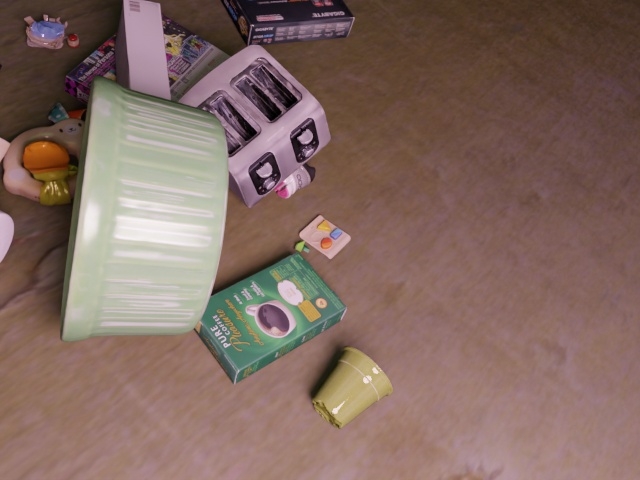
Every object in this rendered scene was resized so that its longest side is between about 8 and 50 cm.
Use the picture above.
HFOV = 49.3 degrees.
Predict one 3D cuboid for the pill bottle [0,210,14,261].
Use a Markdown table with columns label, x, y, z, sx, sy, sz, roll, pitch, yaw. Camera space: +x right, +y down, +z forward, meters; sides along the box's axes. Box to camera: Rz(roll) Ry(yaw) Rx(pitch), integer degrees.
| label | x | y | z | sx | sy | sz | roll | pitch | yaw |
| --- | --- | --- | --- | --- | --- | --- | --- | --- | --- |
| pill bottle | -0.499 | -0.038 | 0.849 | 0.221 | 0.121 | 0.121 | 27 | 51 | 4 |

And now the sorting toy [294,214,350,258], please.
| label | x | y | z | sx | sy | sz | roll | pitch | yaw |
| --- | --- | --- | --- | --- | --- | --- | --- | --- | --- |
| sorting toy | 0.000 | 0.000 | 1.041 | 0.062 | 0.012 | 0.083 | 37 | 52 | 12 |

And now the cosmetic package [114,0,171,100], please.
| label | x | y | z | sx | sy | sz | roll | pitch | yaw |
| --- | --- | --- | --- | --- | --- | --- | --- | --- | --- |
| cosmetic package | -0.260 | -0.232 | 1.019 | 0.060 | 0.099 | 0.239 | 3 | 58 | -26 |

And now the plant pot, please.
| label | x | y | z | sx | sy | sz | roll | pitch | yaw |
| --- | --- | --- | --- | --- | --- | --- | --- | --- | --- |
| plant pot | 0.033 | 0.190 | 0.871 | 0.083 | 0.083 | 0.079 | 41 | 66 | 15 |

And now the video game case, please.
| label | x | y | z | sx | sy | sz | roll | pitch | yaw |
| --- | --- | --- | --- | --- | --- | --- | --- | --- | --- |
| video game case | -0.254 | -0.260 | 1.130 | 0.210 | 0.042 | 0.232 | 31 | 51 | -3 |

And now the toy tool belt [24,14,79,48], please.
| label | x | y | z | sx | sy | sz | roll | pitch | yaw |
| --- | --- | --- | --- | --- | --- | --- | --- | --- | --- |
| toy tool belt | -0.440 | -0.343 | 1.147 | 0.083 | 0.051 | 0.052 | -1 | 54 | -18 |

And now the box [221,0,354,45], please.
| label | x | y | z | sx | sy | sz | roll | pitch | yaw |
| --- | --- | --- | --- | --- | --- | --- | --- | --- | --- |
| box | -0.071 | -0.457 | 1.346 | 0.220 | 0.051 | 0.175 | -13 | 58 | -26 |

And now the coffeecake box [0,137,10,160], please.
| label | x | y | z | sx | sy | sz | roll | pitch | yaw |
| --- | --- | --- | --- | --- | --- | --- | --- | --- | --- |
| coffeecake box | -0.526 | -0.154 | 0.898 | 0.186 | 0.142 | 0.068 | 26 | 84 | 12 |

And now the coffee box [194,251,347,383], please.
| label | x | y | z | sx | sy | sz | roll | pitch | yaw |
| --- | --- | --- | --- | --- | --- | --- | --- | --- | --- |
| coffee box | -0.069 | 0.098 | 0.926 | 0.184 | 0.040 | 0.113 | -28 | 65 | -33 |

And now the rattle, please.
| label | x | y | z | sx | sy | sz | roll | pitch | yaw |
| --- | --- | --- | --- | --- | --- | --- | --- | --- | --- |
| rattle | -0.370 | -0.160 | 0.975 | 0.130 | 0.142 | 0.199 | 9 | 56 | 8 |

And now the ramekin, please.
| label | x | y | z | sx | sy | sz | roll | pitch | yaw |
| --- | --- | --- | --- | --- | --- | --- | --- | --- | --- |
| ramekin | -0.211 | -0.029 | 0.823 | 0.148 | 0.303 | 0.303 | 7 | 52 | -21 |

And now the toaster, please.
| label | x | y | z | sx | sy | sz | roll | pitch | yaw |
| --- | --- | --- | --- | --- | --- | --- | --- | --- | --- |
| toaster | -0.101 | -0.172 | 1.014 | 0.168 | 0.110 | 0.185 | -40 | 74 | -11 |

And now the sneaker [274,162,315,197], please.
| label | x | y | z | sx | sy | sz | roll | pitch | yaw |
| --- | --- | --- | --- | --- | --- | --- | --- | --- | --- |
| sneaker | -0.063 | -0.145 | 1.103 | 0.075 | 0.063 | 0.170 | -19 | 66 | -28 |
